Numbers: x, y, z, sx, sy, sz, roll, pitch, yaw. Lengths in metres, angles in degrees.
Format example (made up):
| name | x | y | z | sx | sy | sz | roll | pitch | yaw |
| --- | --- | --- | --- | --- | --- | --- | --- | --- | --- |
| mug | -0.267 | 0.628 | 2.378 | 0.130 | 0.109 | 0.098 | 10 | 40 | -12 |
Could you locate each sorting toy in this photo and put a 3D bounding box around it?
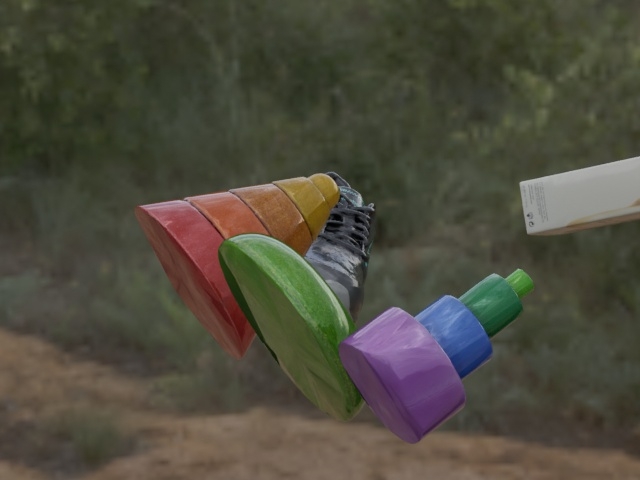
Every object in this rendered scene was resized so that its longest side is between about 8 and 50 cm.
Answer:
| name | x | y | z | sx | sy | sz | roll | pitch | yaw |
| --- | --- | --- | --- | --- | --- | --- | --- | --- | --- |
| sorting toy | 0.013 | 0.017 | 1.059 | 0.126 | 0.127 | 0.365 | -35 | 23 | -16 |

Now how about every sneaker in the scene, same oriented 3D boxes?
| name | x | y | z | sx | sy | sz | roll | pitch | yaw |
| --- | --- | --- | --- | --- | --- | --- | --- | --- | --- |
| sneaker | 0.000 | 0.000 | 1.615 | 0.101 | 0.106 | 0.267 | 31 | 6 | -14 |

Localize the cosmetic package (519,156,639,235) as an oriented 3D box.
| name | x | y | z | sx | sy | sz | roll | pitch | yaw |
| --- | --- | --- | --- | --- | --- | --- | --- | --- | --- |
| cosmetic package | 0.209 | -0.033 | 1.274 | 0.115 | 0.041 | 0.060 | -12 | -6 | 35 |
